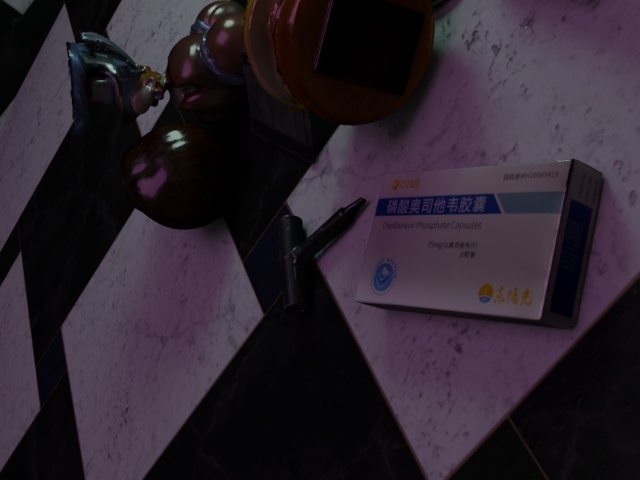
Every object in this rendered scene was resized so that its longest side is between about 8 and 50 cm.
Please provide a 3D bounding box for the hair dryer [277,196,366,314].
[{"bbox_3d":[0.005,0.010,1.444,0.195,0.050,0.173,-31,53,38],"label":"hair dryer"}]

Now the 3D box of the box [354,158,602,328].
[{"bbox_3d":[0.193,0.003,1.170,0.343,0.065,0.200,1,74,54],"label":"box"}]

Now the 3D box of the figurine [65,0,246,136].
[{"bbox_3d":[-0.310,-0.348,1.792,0.276,0.388,0.248,-119,28,-60],"label":"figurine"}]

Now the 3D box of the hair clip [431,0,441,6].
[{"bbox_3d":[0.189,-0.465,1.423,0.140,0.054,0.220,1,77,49],"label":"hair clip"}]

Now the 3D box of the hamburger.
[{"bbox_3d":[0.025,-0.324,1.387,0.225,0.291,0.291,26,95,60],"label":"hamburger"}]

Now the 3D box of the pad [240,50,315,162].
[{"bbox_3d":[-0.077,-0.247,1.618,0.233,0.022,0.174,31,135,54],"label":"pad"}]

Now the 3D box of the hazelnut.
[{"bbox_3d":[-0.285,-0.132,1.751,0.218,0.218,0.234,-61,37,12],"label":"hazelnut"}]
